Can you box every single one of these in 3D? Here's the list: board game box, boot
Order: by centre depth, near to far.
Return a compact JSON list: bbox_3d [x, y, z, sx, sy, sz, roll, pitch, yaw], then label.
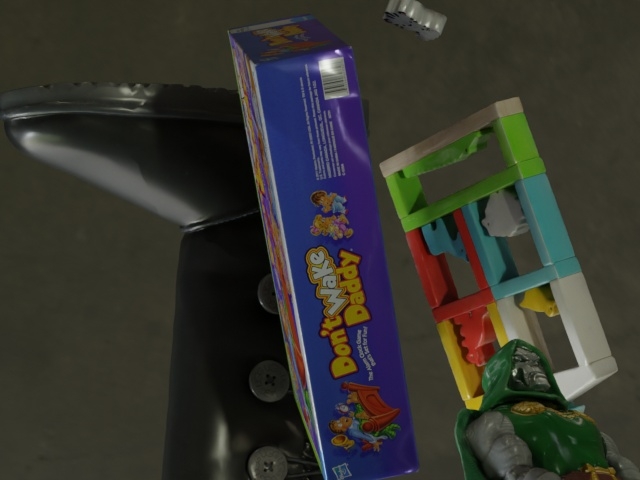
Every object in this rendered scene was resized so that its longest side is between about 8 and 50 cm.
[{"bbox_3d":[0.000,0.000,1.497,0.078,0.233,0.347,-11,104,-5],"label":"board game box"},{"bbox_3d":[-0.128,0.079,1.707,0.367,0.146,0.445,2,90,-16],"label":"boot"}]

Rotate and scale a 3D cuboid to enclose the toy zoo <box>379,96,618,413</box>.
[{"bbox_3d":[0.159,0.040,1.581,0.192,0.030,0.293,-25,83,57],"label":"toy zoo"}]

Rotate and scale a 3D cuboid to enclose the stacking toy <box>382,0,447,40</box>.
[{"bbox_3d":[0.135,-0.267,1.482,0.052,0.221,0.167,26,76,-16],"label":"stacking toy"}]

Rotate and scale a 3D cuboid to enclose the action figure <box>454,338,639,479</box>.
[{"bbox_3d":[0.111,0.122,0.681,0.063,0.137,0.232,-56,39,25],"label":"action figure"}]
